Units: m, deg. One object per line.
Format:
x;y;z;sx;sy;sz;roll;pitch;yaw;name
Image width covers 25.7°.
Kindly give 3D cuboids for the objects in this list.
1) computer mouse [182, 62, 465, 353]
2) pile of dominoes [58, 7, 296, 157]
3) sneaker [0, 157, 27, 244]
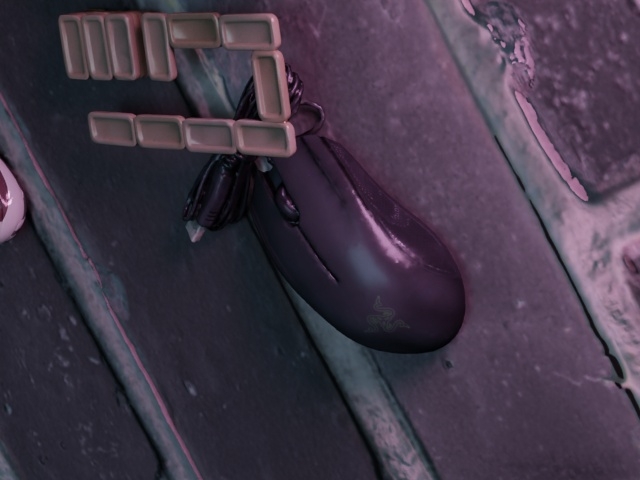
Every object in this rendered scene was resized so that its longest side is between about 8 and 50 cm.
0.000;0.000;1.176;0.272;0.072;0.188;42;124;12;computer mouse
-0.122;-0.175;1.190;0.251;0.040;0.196;7;112;36;pile of dominoes
-0.420;-0.097;1.349;0.281;0.162;0.106;49;126;7;sneaker
